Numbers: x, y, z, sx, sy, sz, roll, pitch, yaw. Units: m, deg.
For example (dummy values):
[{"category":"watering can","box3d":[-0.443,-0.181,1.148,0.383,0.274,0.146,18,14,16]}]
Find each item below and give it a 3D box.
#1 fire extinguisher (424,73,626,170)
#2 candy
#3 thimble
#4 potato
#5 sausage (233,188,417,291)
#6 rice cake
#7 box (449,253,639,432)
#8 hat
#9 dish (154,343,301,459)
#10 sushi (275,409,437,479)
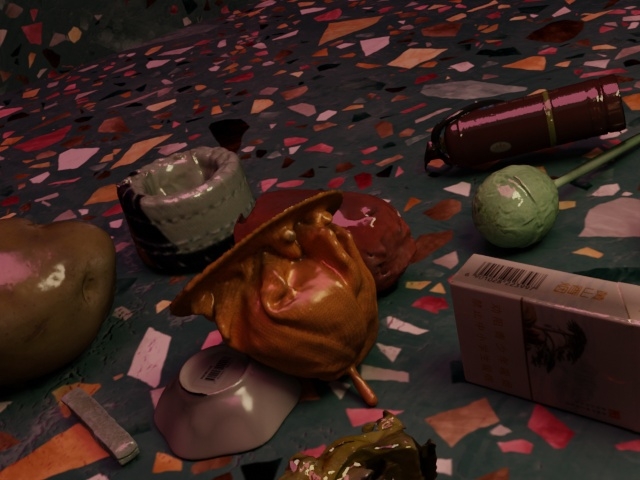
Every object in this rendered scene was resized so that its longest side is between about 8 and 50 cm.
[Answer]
[{"category":"fire extinguisher","box3d":[0.330,-0.186,1.294,0.341,0.141,0.105,-12,56,20]},{"category":"candy","box3d":[0.400,-0.107,1.179,0.440,0.119,0.119,-26,31,-31]},{"category":"thimble","box3d":[-0.219,-0.062,1.305,0.237,0.150,0.237,-11,29,6]},{"category":"potato","box3d":[-0.446,0.087,1.080,0.326,0.221,0.243,-18,39,-26]},{"category":"sausage","box3d":[0.000,0.000,1.104,0.280,0.152,0.152,6,36,32]},{"category":"rice cake","box3d":[-0.278,0.230,0.958,0.033,0.029,0.171,-35,37,-26]},{"category":"box","box3d":[0.261,0.109,0.812,0.233,0.149,0.067,12,42,37]},{"category":"hat","box3d":[-0.011,0.106,0.914,0.244,0.233,0.233,-28,75,-39]},{"category":"dish","box3d":[-0.123,0.179,0.941,0.191,0.066,0.190,-10,31,6]},{"category":"sushi","box3d":[0.002,0.266,0.678,0.291,0.139,0.131,-33,43,-32]}]
